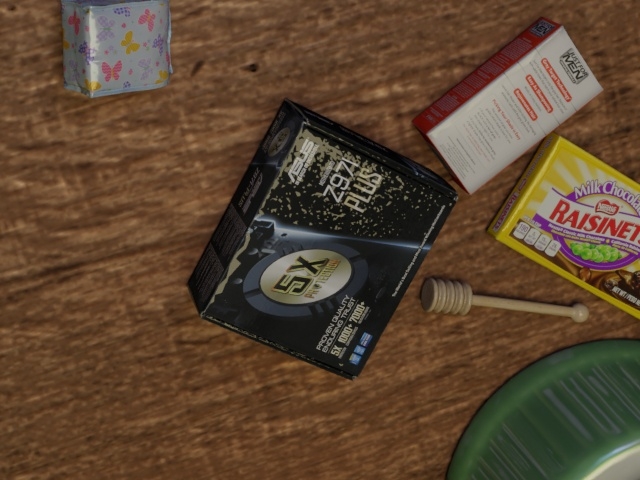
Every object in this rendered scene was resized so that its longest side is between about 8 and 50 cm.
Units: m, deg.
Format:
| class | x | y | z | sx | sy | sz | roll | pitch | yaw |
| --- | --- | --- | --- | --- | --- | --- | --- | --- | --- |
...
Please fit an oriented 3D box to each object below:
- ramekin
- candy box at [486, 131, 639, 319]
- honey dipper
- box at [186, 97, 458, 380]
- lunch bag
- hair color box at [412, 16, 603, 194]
| class | x | y | z | sx | sy | sz | roll | pitch | yaw |
| --- | --- | --- | --- | --- | --- | --- | --- | --- | --- |
| ramekin | 0.276 | 0.256 | 1.216 | 0.303 | 0.148 | 0.303 | -5 | 110 | -14 |
| candy box | 0.255 | -0.004 | 1.184 | 0.206 | 0.027 | 0.105 | 27 | 97 | -22 |
| honey dipper | 0.166 | 0.055 | 1.182 | 0.160 | 0.030 | 0.030 | 6 | 107 | -21 |
| box | 0.000 | 0.000 | 1.088 | 0.147 | 0.077 | 0.180 | 25 | 101 | -21 |
| lunch bag | -0.150 | -0.148 | 1.009 | 0.083 | 0.053 | 0.071 | -14 | 114 | -38 |
| hair color box | 0.154 | -0.111 | 1.109 | 0.141 | 0.043 | 0.072 | -38 | 114 | 1 |
